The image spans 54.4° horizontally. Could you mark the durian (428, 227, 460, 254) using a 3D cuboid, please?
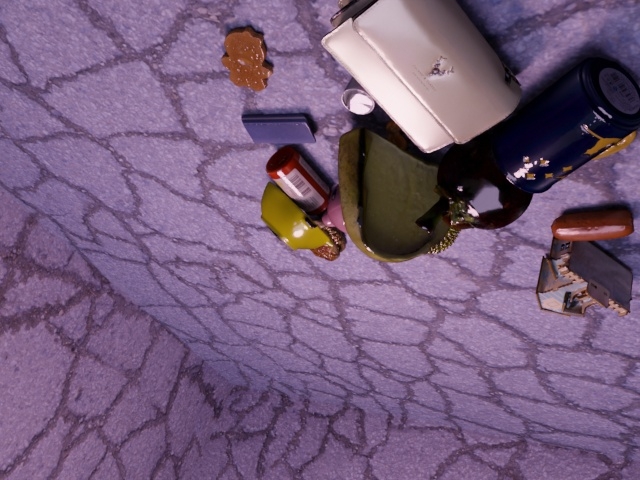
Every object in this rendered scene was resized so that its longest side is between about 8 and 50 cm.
[{"bbox_3d":[0.299,-0.044,1.690,0.198,0.159,0.146,6,151,27],"label":"durian"}]

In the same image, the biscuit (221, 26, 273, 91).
[{"bbox_3d":[-0.182,-0.440,1.513,0.133,0.027,0.184,11,147,21],"label":"biscuit"}]

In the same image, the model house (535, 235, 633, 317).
[{"bbox_3d":[0.680,0.120,1.692,0.271,0.178,0.206,30,151,-18],"label":"model house"}]

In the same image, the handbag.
[{"bbox_3d":[0.208,-0.363,1.244,0.236,0.160,0.358,-22,128,42],"label":"handbag"}]

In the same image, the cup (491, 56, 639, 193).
[{"bbox_3d":[0.525,-0.242,1.268,0.178,0.255,0.256,61,146,9],"label":"cup"}]

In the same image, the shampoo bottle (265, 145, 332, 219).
[{"bbox_3d":[-0.036,-0.145,1.811,0.104,0.104,0.278,-7,139,42],"label":"shampoo bottle"}]

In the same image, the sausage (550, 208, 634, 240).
[{"bbox_3d":[0.669,-0.036,1.539,0.197,0.076,0.076,-4,141,40],"label":"sausage"}]

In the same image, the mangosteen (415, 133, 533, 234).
[{"bbox_3d":[0.349,-0.109,1.432,0.231,0.289,0.231,46,163,18],"label":"mangosteen"}]

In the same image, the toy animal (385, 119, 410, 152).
[{"bbox_3d":[0.190,-0.257,1.527,0.081,0.060,0.083,55,165,29],"label":"toy animal"}]

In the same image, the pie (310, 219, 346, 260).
[{"bbox_3d":[0.000,0.000,2.056,0.163,0.079,0.193,11,151,29],"label":"pie"}]

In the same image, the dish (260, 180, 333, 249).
[{"bbox_3d":[-0.091,-0.050,1.874,0.262,0.108,0.221,44,-179,37],"label":"dish"}]

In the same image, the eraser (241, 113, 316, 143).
[{"bbox_3d":[-0.115,-0.300,1.682,0.225,0.036,0.082,5,145,29],"label":"eraser"}]

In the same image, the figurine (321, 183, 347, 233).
[{"bbox_3d":[0.099,-0.095,1.739,0.173,0.173,0.173,17,150,10],"label":"figurine"}]

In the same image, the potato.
[{"bbox_3d":[0.149,-0.085,1.562,0.330,0.280,0.213,19,170,-27],"label":"potato"}]

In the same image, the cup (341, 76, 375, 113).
[{"bbox_3d":[0.111,-0.341,1.381,0.104,0.116,0.074,8,147,26],"label":"cup"}]
